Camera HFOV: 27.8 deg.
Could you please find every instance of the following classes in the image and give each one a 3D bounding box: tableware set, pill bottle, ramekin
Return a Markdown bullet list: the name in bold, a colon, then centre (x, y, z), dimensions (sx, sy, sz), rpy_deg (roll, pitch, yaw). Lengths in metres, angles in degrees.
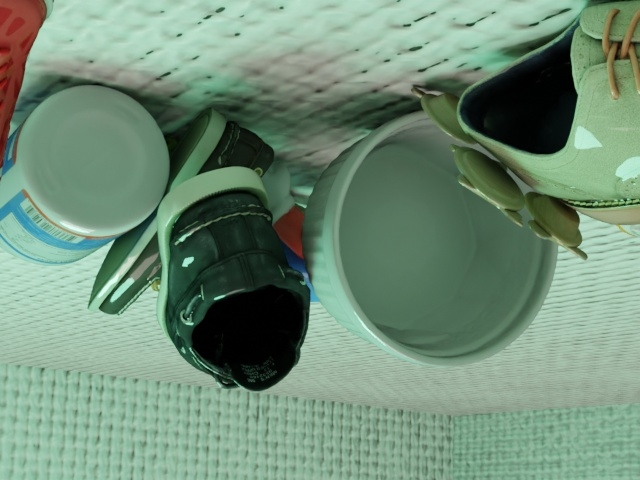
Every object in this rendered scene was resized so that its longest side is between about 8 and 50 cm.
- **tableware set**: centre (0.140, -0.056, 0.972), dimensions (0.141, 0.168, 0.020), rpy_deg (25, 121, -28)
- **pill bottle**: centre (-0.220, -0.046, 1.102), dimensions (0.124, 0.124, 0.221), rpy_deg (9, 167, -25)
- **ramekin**: centre (0.082, -0.001, 1.070), dimensions (0.207, 0.207, 0.109), rpy_deg (8, 175, -23)

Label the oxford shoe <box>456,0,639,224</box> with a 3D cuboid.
- **oxford shoe**: centre (0.234, -0.090, 0.785), dimensions (0.146, 0.140, 0.397), rpy_deg (16, 161, -26)

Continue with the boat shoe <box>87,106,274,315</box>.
- **boat shoe**: centre (-0.124, -0.009, 1.106), dimensions (0.069, 0.081, 0.228), rpy_deg (28, 121, -20)

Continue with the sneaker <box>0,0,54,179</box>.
- **sneaker**: centre (-0.224, -0.098, 0.855), dimensions (0.087, 0.128, 0.221), rpy_deg (4, 169, -8)

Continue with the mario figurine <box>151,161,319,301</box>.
- **mario figurine**: centre (0.000, 0.000, 1.283), dimensions (0.320, 0.170, 0.198), rpy_deg (-3, -176, 5)

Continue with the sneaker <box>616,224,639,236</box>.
- **sneaker**: centre (0.362, -0.032, 1.113), dimensions (0.262, 0.099, 0.121), rpy_deg (12, 160, -41)

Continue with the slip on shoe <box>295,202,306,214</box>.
- **slip on shoe**: centre (-0.043, -0.025, 1.339), dimensions (0.135, 0.041, 0.051), rpy_deg (27, 125, -30)

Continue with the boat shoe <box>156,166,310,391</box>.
- **boat shoe**: centre (-0.064, 0.070, 1.095), dimensions (0.127, 0.113, 0.340), rpy_deg (-17, 153, -14)

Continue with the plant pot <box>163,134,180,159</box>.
- **plant pot**: centre (-0.121, -0.056, 1.165), dimensions (0.083, 0.083, 0.079), rpy_deg (-8, 151, 40)
